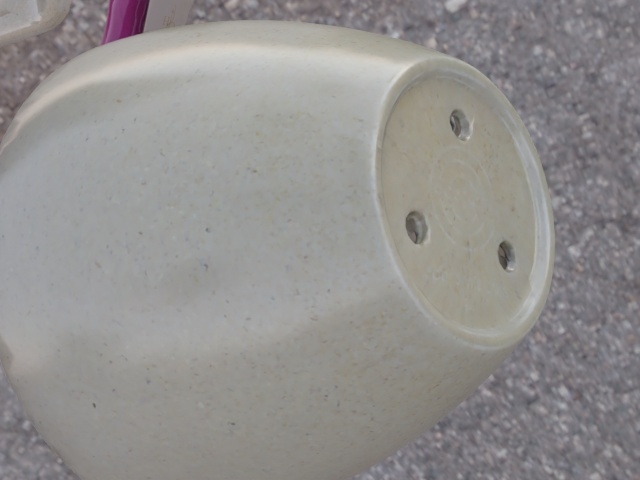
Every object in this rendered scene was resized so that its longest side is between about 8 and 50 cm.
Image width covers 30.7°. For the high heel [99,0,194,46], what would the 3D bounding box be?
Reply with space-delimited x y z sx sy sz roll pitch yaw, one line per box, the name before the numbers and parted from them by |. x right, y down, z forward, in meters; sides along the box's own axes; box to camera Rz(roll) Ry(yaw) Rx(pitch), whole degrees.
high heel | -0.207 -0.246 1.224 0.181 0.127 0.377 -12 73 30

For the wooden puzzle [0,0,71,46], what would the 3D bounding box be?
wooden puzzle | -0.332 -0.256 0.758 0.348 0.080 0.322 -14 82 24

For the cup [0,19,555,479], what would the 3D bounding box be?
cup | 0.000 0.000 0.718 0.237 0.331 0.331 -15 50 41
